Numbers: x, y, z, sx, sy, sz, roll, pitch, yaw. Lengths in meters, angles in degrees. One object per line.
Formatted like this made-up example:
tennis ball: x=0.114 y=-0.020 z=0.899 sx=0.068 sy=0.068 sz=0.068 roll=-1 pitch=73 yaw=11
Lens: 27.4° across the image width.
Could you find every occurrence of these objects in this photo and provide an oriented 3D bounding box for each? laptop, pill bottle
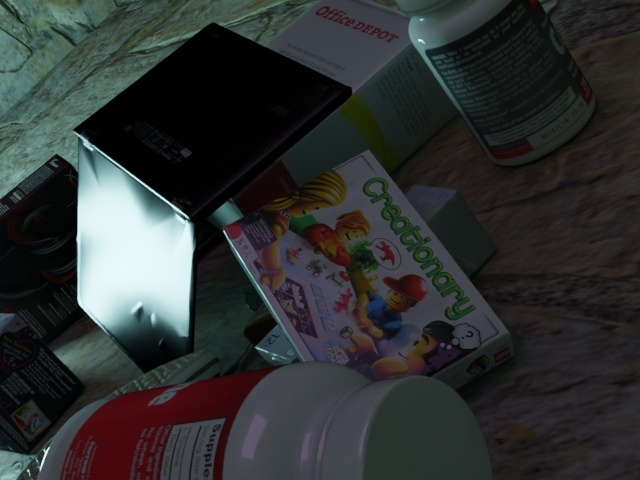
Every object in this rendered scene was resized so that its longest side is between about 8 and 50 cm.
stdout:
laptop: x=-0.163 y=-0.049 z=1.779 sx=0.408 sy=0.236 sz=0.382 roll=-41 pitch=37 yaw=-12
pill bottle: x=-0.057 y=0.233 z=1.201 sx=0.408 sy=0.229 sz=0.229 roll=-14 pitch=32 yaw=41
pill bottle: x=0.214 y=-0.248 z=1.657 sx=0.161 sy=0.283 sz=0.161 roll=-30 pitch=24 yaw=15

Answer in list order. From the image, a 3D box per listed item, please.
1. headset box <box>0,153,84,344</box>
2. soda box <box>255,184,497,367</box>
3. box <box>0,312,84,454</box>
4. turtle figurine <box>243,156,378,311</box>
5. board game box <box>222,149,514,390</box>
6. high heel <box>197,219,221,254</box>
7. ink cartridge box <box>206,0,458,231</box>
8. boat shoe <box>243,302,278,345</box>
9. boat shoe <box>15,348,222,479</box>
headset box: x=-0.472 y=0.035 z=2.166 sx=0.293 sy=0.218 sz=0.110 roll=-40 pitch=23 yaw=-11
soda box: x=0.067 y=0.066 z=1.508 sx=0.286 sy=0.098 sz=0.091 roll=-45 pitch=25 yaw=-19
box: x=-0.498 y=0.204 z=1.951 sx=0.247 sy=0.163 sz=0.142 roll=-4 pitch=41 yaw=51
turtle figurine: x=0.000 y=0.000 z=1.705 sx=0.234 sy=0.118 sz=0.175 roll=-40 pitch=5 yaw=32
board game box: x=0.045 y=0.053 z=1.409 sx=0.193 sy=0.053 sz=0.305 roll=-29 pitch=52 yaw=-8
high heel: x=-0.238 y=0.027 z=2.014 sx=0.186 sy=0.093 sz=0.261 roll=-26 pitch=20 yaw=26
ink cartridge box: x=-0.019 y=-0.173 z=1.939 sx=0.385 sy=0.160 sz=0.279 roll=-42 pitch=37 yaw=-11
boat shoe: x=-0.025 y=0.081 z=1.652 sx=0.170 sy=0.063 sz=0.059 roll=-22 pitch=33 yaw=32
boat shoe: x=-0.239 y=0.297 z=1.438 sx=0.187 sy=0.156 sz=0.500 roll=-25 pitch=18 yaw=35
